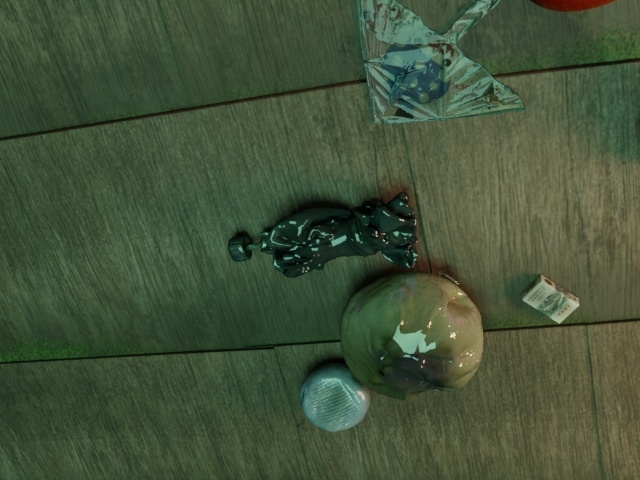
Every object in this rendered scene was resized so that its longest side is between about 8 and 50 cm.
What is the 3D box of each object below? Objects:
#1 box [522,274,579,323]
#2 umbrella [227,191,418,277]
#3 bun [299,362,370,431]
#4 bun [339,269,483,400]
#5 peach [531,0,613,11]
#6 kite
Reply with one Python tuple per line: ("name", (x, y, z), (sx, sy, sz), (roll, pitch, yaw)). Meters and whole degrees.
("box", (0.403, 0.103, 1.467), (0.083, 0.024, 0.054), (32, 121, -9))
("umbrella", (0.000, 0.003, 1.447), (0.348, 0.094, 0.143), (-6, 116, 18))
("bun", (0.029, 0.301, 1.637), (0.140, 0.083, 0.141), (4, 113, 10))
("bun", (0.156, 0.179, 1.484), (0.272, 0.168, 0.273), (6, 131, 7))
("peach", (0.328, -0.415, 1.065), (0.248, 0.245, 0.275), (35, 140, 24))
("kite", (0.176, -0.288, 1.274), (0.335, 0.011, 0.314), (36, 122, -12))
